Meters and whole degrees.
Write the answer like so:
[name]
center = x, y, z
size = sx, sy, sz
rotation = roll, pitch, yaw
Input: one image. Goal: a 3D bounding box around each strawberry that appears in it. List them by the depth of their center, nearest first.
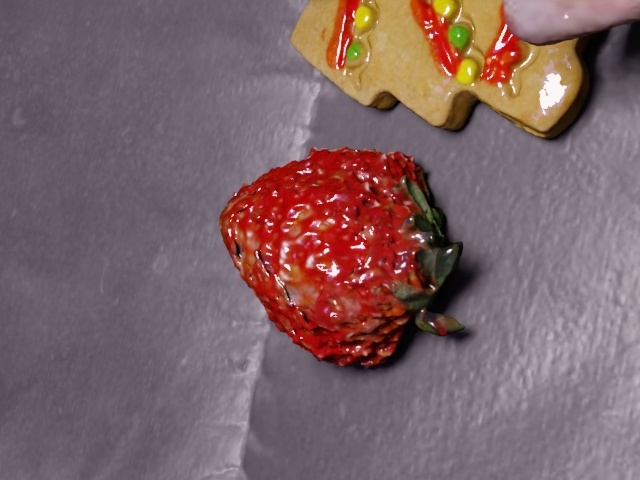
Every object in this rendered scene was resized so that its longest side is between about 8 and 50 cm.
[strawberry]
center = 0.003, 0.000, 0.871
size = 0.140, 0.085, 0.192
rotation = -45, 57, 20

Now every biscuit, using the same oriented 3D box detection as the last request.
[biscuit]
center = 0.079, -0.155, 0.881
size = 0.239, 0.041, 0.212
rotation = -11, 74, 31

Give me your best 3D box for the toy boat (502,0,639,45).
[toy boat]
center = 0.091, -0.204, 0.826
size = 0.282, 0.096, 0.206
rotation = 3, 67, 39
